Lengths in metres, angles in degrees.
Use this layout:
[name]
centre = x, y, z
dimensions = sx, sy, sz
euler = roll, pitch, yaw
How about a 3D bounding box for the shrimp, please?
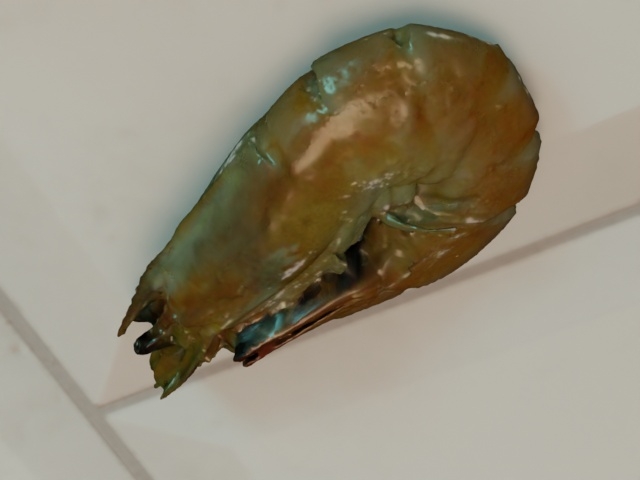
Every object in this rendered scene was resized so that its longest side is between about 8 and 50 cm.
[shrimp]
centre = 0.001, 0.001, 0.608
dimensions = 0.115, 0.051, 0.217
euler = 34, 118, -23
